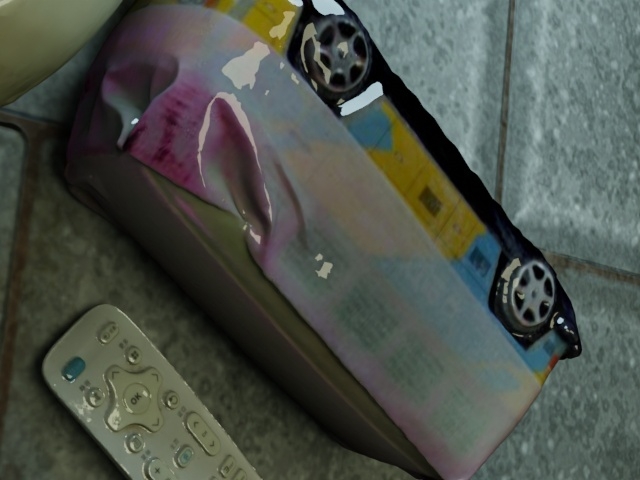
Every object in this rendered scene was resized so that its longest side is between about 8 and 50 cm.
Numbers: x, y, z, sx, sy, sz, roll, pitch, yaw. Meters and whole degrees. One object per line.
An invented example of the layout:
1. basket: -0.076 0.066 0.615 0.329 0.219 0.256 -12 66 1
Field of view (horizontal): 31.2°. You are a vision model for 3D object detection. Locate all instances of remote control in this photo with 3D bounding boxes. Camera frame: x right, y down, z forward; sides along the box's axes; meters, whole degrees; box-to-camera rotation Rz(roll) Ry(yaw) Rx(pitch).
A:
1. remote control: -0.094 0.144 0.740 0.229 0.044 0.073 53 52 -17

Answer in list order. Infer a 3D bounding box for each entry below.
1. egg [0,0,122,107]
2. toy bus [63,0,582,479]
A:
1. egg: -0.194 -0.218 0.504 0.283 0.283 0.345 31 60 -37
2. toy bus: 0.000 0.000 0.750 0.386 0.171 0.162 49 61 -29
